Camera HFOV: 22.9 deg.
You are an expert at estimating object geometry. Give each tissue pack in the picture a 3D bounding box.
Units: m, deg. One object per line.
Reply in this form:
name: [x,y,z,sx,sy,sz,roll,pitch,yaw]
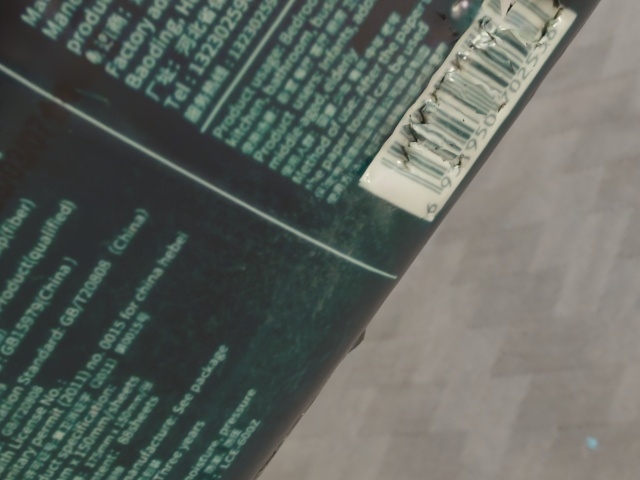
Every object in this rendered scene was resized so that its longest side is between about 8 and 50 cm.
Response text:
tissue pack: [-0.073,-0.095,0.655,0.416,0.264,0.253,-57,35,10]

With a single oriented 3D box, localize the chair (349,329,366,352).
chair: [-0.001,0.000,1.132,0.104,0.095,0.221,110,174,-51]
